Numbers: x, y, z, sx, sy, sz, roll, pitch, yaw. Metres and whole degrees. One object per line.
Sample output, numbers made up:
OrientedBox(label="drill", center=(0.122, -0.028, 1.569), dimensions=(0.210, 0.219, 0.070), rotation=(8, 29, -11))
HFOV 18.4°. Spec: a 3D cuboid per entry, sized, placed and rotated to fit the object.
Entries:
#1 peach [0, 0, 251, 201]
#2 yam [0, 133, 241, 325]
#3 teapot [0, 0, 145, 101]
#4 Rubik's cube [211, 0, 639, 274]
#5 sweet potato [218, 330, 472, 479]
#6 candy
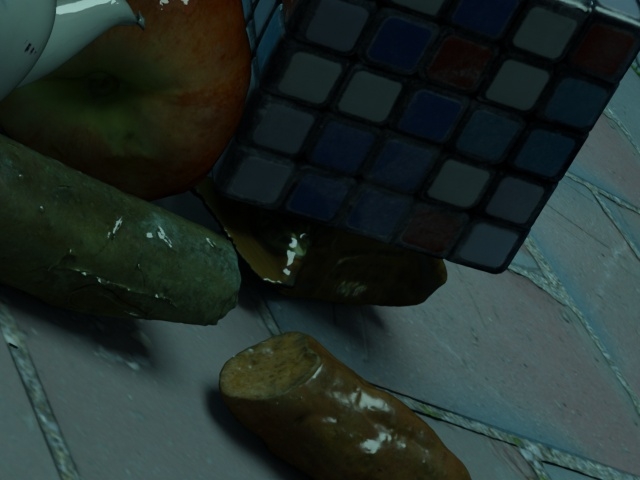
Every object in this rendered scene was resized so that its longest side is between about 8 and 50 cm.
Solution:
OrientedBox(label="peach", center=(-0.163, -0.155, 1.589), dimensions=(0.232, 0.232, 0.256), rotation=(40, 19, -10))
OrientedBox(label="yam", center=(-0.180, -0.003, 1.418), dimensions=(0.259, 0.106, 0.106), rotation=(27, 26, -39))
OrientedBox(label="teapot", center=(-0.273, -0.210, 1.281), dimensions=(0.252, 0.280, 0.424), rotation=(42, 2, 41))
OrientedBox(label="Rubik's cube", center=(0.076, -0.189, 1.720), dimensions=(0.293, 0.287, 0.292), rotation=(17, 34, -17))
OrientedBox(label="sweet potato", center=(0.035, 0.158, 1.518), dimensions=(0.252, 0.097, 0.097), rotation=(36, 21, -15))
OrientedBox(label="candy", center=(0.000, 0.000, 1.765), dimensions=(0.271, 0.101, 0.143), rotation=(9, 33, -49))
